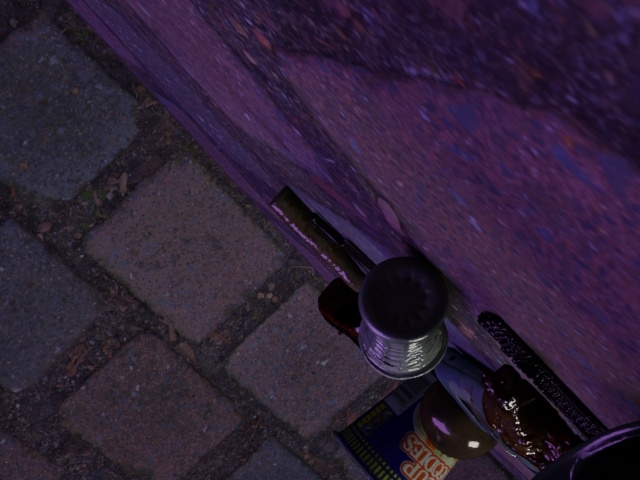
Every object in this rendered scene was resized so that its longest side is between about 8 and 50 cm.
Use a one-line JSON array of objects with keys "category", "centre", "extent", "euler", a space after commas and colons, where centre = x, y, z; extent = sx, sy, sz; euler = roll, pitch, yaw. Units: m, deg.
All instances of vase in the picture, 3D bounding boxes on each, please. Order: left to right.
[{"category": "vase", "centre": [0.117, 0.113, 1.079], "extent": [0.143, 0.143, 0.299], "euler": [45, 173, 15]}]

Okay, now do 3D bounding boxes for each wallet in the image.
[{"category": "wallet", "centre": [0.307, 0.291, 1.324], "extent": [0.176, 0.075, 0.250], "euler": [54, 173, -18]}]

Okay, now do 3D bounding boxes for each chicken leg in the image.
[{"category": "chicken leg", "centre": [0.285, 0.247, 0.944], "extent": [0.322, 0.083, 0.177], "euler": [43, 176, -13]}]

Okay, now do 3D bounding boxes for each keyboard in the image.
[{"category": "keyboard", "centre": [0.260, 0.159, 0.897], "extent": [0.195, 0.018, 0.060], "euler": [45, 173, -3]}]

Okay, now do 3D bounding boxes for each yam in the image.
[{"category": "yam", "centre": [0.000, 0.000, 1.615], "extent": [0.274, 0.061, 0.061], "euler": [46, 176, -13]}]

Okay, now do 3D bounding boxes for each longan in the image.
[{"category": "longan", "centre": [0.285, 0.357, 1.546], "extent": [0.167, 0.167, 0.187], "euler": [42, 178, 44]}]

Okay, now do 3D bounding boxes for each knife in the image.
[{"category": "knife", "centre": [0.067, 0.022, 1.467], "extent": [0.245, 0.019, 0.072], "euler": [42, 171, 16]}]

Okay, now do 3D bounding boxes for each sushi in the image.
[{"category": "sushi", "centre": [0.102, 0.179, 1.800], "extent": [0.225, 0.136, 0.126], "euler": [30, 168, 49]}]

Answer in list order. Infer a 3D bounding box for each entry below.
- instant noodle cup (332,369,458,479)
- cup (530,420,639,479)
[{"category": "instant noodle cup", "centre": [0.234, 0.444, 1.792], "extent": [0.284, 0.312, 0.284], "euler": [46, 177, 3]}, {"category": "cup", "centre": [0.296, 0.357, 0.588], "extent": [0.392, 0.310, 0.401], "euler": [41, -178, -2]}]
